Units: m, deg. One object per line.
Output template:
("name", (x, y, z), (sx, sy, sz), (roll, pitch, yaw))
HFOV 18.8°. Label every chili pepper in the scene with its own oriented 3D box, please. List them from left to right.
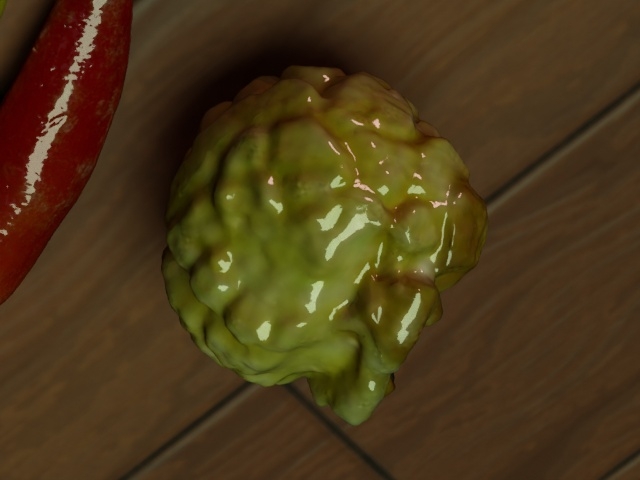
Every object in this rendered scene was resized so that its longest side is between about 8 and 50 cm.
("chili pepper", (-0.156, -0.038, 0.995), (0.071, 0.063, 0.272), (17, 114, -43))

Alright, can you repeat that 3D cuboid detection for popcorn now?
("popcorn", (0.000, 0.000, 1.008), (0.180, 0.180, 0.170), (-44, 122, 12))

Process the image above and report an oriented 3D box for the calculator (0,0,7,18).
("calculator", (-0.224, -0.121, 0.927), (0.146, 0.032, 0.235), (12, 120, -27))
